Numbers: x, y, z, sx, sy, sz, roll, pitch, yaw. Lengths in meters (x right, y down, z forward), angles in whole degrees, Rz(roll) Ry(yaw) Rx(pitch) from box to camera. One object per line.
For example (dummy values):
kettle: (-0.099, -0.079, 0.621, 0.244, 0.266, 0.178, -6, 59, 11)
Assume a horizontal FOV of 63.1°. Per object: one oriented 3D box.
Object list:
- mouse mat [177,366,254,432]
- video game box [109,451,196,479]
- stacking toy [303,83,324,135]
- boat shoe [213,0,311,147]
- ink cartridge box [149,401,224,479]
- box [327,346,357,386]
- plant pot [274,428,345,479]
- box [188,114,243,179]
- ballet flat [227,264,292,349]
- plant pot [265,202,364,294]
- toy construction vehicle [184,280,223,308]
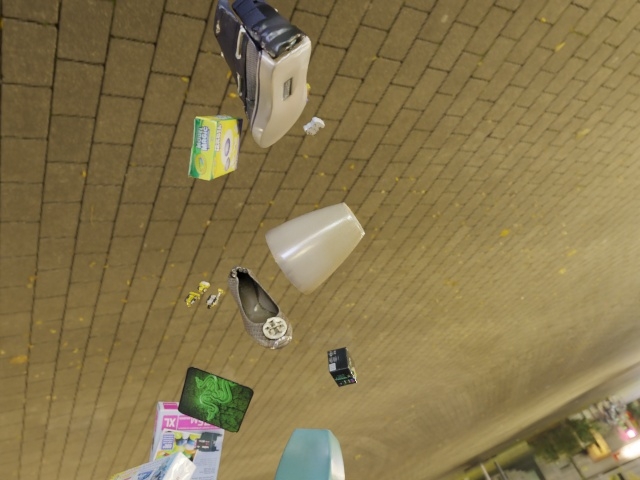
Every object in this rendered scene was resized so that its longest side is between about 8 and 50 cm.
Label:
mouse mat: (-0.237, 0.360, 1.163, 0.152, 0.007, 0.190, 21, 127, -2)
video game box: (-0.309, 0.437, 0.806, 0.205, 0.187, 0.048, -30, 111, 32)
stacking toy: (-0.093, -0.382, 1.375, 0.052, 0.167, 0.221, -38, 144, 29)
boat shoe: (-0.114, -0.314, 0.974, 0.127, 0.158, 0.340, -40, 173, -20)
ink cartridge box: (-0.370, 0.600, 1.424, 0.185, 0.065, 0.311, 8, 97, -23)
box: (0.055, 0.317, 1.305, 0.052, 0.062, 0.083, -16, 136, 11)
plant pot: (-0.025, 0.639, 1.398, 0.165, 0.234, 0.165, -6, 140, 17)
box: (-0.189, -0.170, 0.939, 0.043, 0.179, 0.105, 13, 107, 7)
ballet flat: (-0.132, 0.127, 1.073, 0.084, 0.250, 0.058, -18, 130, -20)
plant pot: (0.000, 0.000, 1.743, 0.274, 0.256, 0.256, -35, 148, 9)
toy construction vehicle: (-0.351, 0.172, 1.577, 0.085, 0.098, 0.035, 15, 129, 9)
